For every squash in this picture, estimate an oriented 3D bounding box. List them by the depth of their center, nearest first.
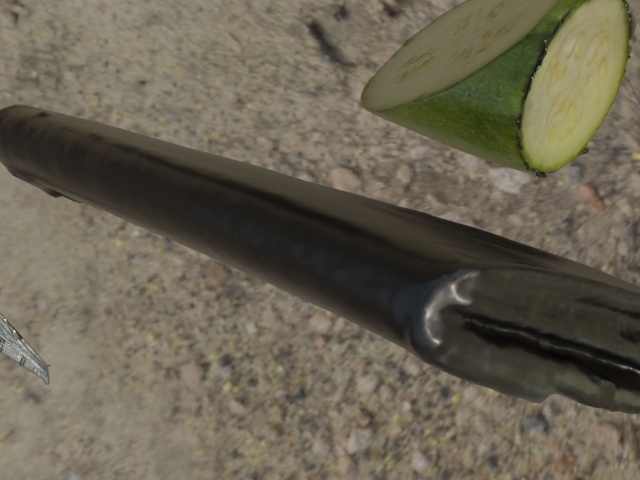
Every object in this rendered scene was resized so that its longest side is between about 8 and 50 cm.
[{"bbox_3d":[0.135,-0.179,1.135,0.260,0.189,0.189,30,103,35],"label":"squash"}]

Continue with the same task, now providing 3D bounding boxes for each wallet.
[{"bbox_3d":[0.000,0.001,0.675,0.406,0.228,0.062,19,95,49],"label":"wallet"}]

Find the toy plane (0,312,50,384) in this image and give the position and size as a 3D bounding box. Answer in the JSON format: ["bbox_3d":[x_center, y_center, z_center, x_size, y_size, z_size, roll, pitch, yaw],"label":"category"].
[{"bbox_3d":[-0.347,0.076,1.132,0.058,0.226,0.226,27,101,57],"label":"toy plane"}]
